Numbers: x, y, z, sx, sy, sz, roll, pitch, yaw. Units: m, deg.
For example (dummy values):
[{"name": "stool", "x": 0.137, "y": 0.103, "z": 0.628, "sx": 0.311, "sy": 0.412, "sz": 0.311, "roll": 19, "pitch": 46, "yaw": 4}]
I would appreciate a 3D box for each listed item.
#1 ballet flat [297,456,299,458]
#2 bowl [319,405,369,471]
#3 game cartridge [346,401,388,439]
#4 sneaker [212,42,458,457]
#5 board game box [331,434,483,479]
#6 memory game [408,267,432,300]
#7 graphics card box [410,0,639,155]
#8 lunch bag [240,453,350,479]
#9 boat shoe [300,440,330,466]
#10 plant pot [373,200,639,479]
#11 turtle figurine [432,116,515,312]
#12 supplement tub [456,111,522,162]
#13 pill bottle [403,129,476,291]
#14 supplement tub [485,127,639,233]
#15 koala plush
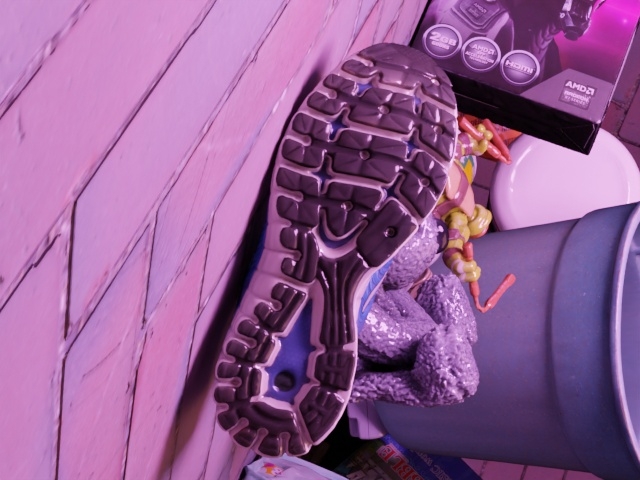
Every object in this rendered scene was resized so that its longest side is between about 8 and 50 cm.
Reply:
[{"name": "ballet flat", "x": -0.027, "y": 0.246, "z": 1.865, "sx": 0.084, "sy": 0.058, "sz": 0.249, "roll": 58, "pitch": 53, "yaw": -82}, {"name": "bowl", "x": 0.070, "y": 0.398, "z": 2.147, "sx": 0.391, "sy": 0.077, "sz": 0.391, "roll": -13, "pitch": -105, "yaw": 60}, {"name": "game cartridge", "x": 0.062, "y": 0.134, "z": 1.931, "sx": 0.297, "sy": 0.062, "sz": 0.198, "roll": -16, "pitch": 106, "yaw": -85}, {"name": "sneaker", "x": 0.000, "y": 0.000, "z": 1.187, "sx": 0.147, "sy": 0.130, "sz": 0.330, "roll": -163, "pitch": -83, "yaw": -82}, {"name": "board game box", "x": 0.104, "y": 0.419, "z": 1.892, "sx": 0.318, "sy": 0.319, "sz": 0.066, "roll": -38, "pitch": 159, "yaw": -23}, {"name": "memory game", "x": 0.051, "y": 0.089, "z": 1.695, "sx": 0.186, "sy": 0.012, "sz": 0.186, "roll": -29, "pitch": -158, "yaw": 13}, {"name": "graphics card box", "x": 0.265, "y": -0.303, "z": 1.769, "sx": 0.094, "sy": 0.233, "sz": 0.370, "roll": 90, "pitch": 23, "yaw": -69}, {"name": "lunch bag", "x": 0.009, "y": 0.386, "z": 1.717, "sx": 0.160, "sy": 0.262, "sz": 0.223, "roll": -22, "pitch": 134, "yaw": -81}, {"name": "boat shoe", "x": -0.036, "y": 0.320, "z": 2.122, "sx": 0.153, "sy": 0.048, "sz": 0.056, "roll": -50, "pitch": 173, "yaw": -51}, {"name": "plant pot", "x": 0.253, "y": 0.122, "z": 1.766, "sx": 0.341, "sy": 0.334, "sz": 0.341, "roll": 10, "pitch": 78, "yaw": -57}, {"name": "turtle figurine", "x": 0.127, "y": -0.071, "z": 1.607, "sx": 0.217, "sy": 0.087, "sz": 0.269, "roll": 51, "pitch": 37, "yaw": -41}, {"name": "supplement tub", "x": 0.284, "y": -0.276, "z": 2.163, "sx": 0.193, "sy": 0.194, "sz": 0.316, "roll": 66, "pitch": 44, "yaw": -80}, {"name": "pill bottle", "x": 0.095, "y": -0.037, "z": 1.716, "sx": 0.117, "sy": 0.118, "sz": 0.208, "roll": 104, "pitch": 10, "yaw": -45}, {"name": "supplement tub", "x": 0.314, "y": -0.039, "z": 2.011, "sx": 0.272, "sy": 0.191, "sz": 0.191, "roll": 65, "pitch": 46, "yaw": -80}, {"name": "koala plush", "x": 0.046, "y": 0.026, "z": 1.450, "sx": 0.196, "sy": 0.203, "sz": 0.221, "roll": -77, "pitch": 164, "yaw": -72}]
